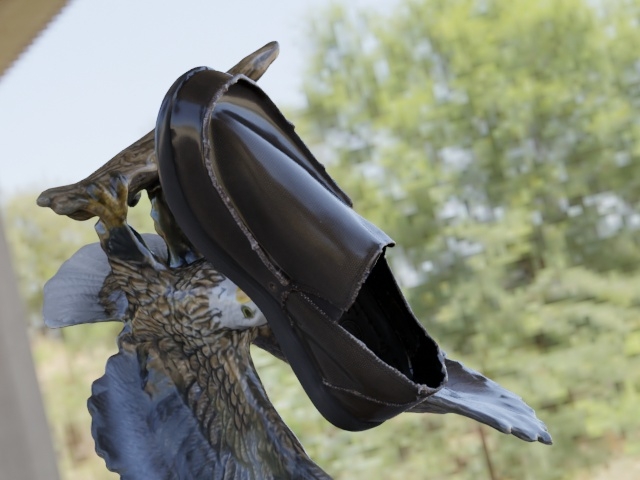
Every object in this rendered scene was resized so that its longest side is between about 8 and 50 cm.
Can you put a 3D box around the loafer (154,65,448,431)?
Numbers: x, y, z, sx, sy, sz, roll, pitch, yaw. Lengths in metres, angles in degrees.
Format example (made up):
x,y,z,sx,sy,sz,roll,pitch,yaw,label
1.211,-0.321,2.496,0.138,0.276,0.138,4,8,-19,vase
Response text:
x,y,z,sx,sy,sz,roll,pitch,yaw,label
0.000,0.000,0.963,0.078,0.220,0.080,-11,33,41,loafer

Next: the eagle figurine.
x,y,z,sx,sy,sz,roll,pitch,yaw,label
-0.040,0.066,1.147,0.226,0.298,0.225,-35,3,13,eagle figurine
